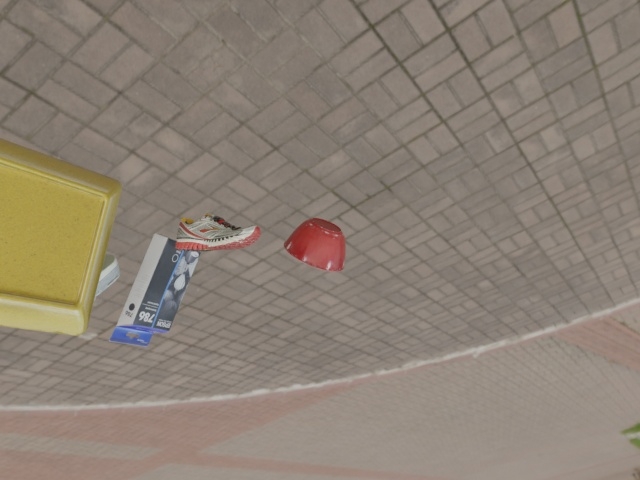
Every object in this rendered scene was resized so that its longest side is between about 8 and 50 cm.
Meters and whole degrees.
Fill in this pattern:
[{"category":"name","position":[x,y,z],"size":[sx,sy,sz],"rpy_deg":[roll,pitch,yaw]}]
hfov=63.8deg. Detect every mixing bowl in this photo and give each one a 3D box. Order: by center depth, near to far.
[{"category":"mixing bowl","position":[0.000,0.000,1.416],"size":[0.181,0.181,0.098],"rpy_deg":[12,110,-33]}]

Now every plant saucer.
[{"category":"plant saucer","position":[-0.533,-0.007,0.931],"size":[0.081,0.332,0.333],"rpy_deg":[0,165,43]}]

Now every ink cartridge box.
[{"category":"ink cartridge box","position":[-0.480,0.158,1.517],"size":[0.065,0.332,0.165],"rpy_deg":[17,172,27]}]

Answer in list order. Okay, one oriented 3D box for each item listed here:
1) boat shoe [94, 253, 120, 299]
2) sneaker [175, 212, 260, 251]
[{"category":"boat shoe","position":[-0.600,0.132,1.312],"size":[0.079,0.227,0.081],"rpy_deg":[18,137,27]},{"category":"sneaker","position":[-0.249,-0.023,1.221],"size":[0.225,0.092,0.088],"rpy_deg":[-2,175,19]}]
